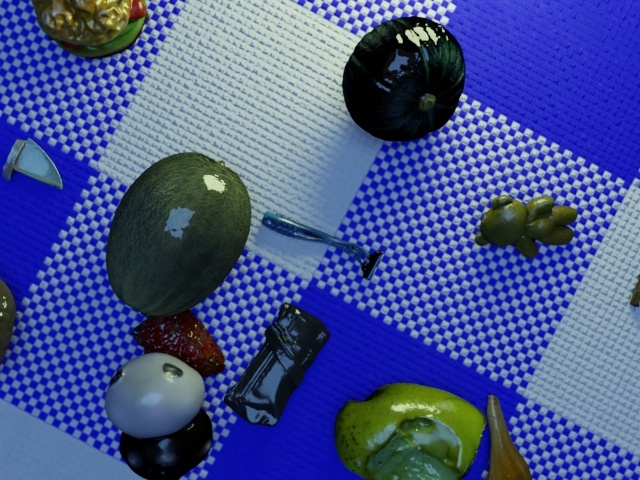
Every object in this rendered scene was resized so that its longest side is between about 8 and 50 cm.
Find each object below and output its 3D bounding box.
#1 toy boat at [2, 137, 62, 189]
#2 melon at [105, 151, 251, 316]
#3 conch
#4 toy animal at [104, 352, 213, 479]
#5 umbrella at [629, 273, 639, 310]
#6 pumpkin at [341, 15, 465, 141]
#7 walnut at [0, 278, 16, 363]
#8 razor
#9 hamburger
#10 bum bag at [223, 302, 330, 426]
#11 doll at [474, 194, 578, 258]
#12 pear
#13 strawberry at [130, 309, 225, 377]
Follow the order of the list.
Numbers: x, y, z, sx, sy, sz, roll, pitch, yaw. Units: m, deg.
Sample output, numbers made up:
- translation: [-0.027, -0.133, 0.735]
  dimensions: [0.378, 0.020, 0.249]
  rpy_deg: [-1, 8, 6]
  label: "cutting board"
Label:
- translation: [-0.573, -0.148, 1.504]
  dimensions: [0.122, 0.034, 0.096]
  rpy_deg: [22, 88, -10]
  label: "toy boat"
- translation: [-0.269, -0.011, 1.403]
  dimensions: [0.249, 0.248, 0.329]
  rpy_deg: [29, 91, -1]
  label: "melon"
- translation: [0.375, 0.479, 1.485]
  dimensions: [0.109, 0.093, 0.330]
  rpy_deg: [-5, 88, 5]
  label: "conch"
- translation: [-0.306, 0.323, 1.402]
  dimensions: [0.187, 0.165, 0.235]
  rpy_deg: [-12, 115, -4]
  label: "toy animal"
- translation: [0.660, 0.107, 1.537]
  dimensions: [0.020, 0.031, 0.083]
  rpy_deg: [16, 86, 30]
  label: "umbrella"
- translation: [0.147, -0.328, 1.449]
  dimensions: [0.248, 0.248, 0.248]
  rpy_deg: [0, 89, -2]
  label: "pumpkin"
- translation: [-0.683, 0.159, 1.426]
  dimensions: [0.178, 0.178, 0.230]
  rpy_deg: [14, 77, -2]
  label: "walnut"
- translation: [0.000, 0.000, 1.511]
  dimensions: [0.253, 0.042, 0.082]
  rpy_deg: [21, 129, 0]
  label: "razor"
- translation: [-0.458, -0.482, 1.453]
  dimensions: [0.237, 0.149, 0.237]
  rpy_deg: [0, 87, -1]
  label: "hamburger"
- translation: [-0.086, 0.253, 1.492]
  dimensions: [0.123, 0.060, 0.248]
  rpy_deg: [34, 86, -2]
  label: "bum bag"
- translation: [0.422, -0.037, 1.513]
  dimensions: [0.209, 0.097, 0.137]
  rpy_deg: [5, 120, -17]
  label: "doll"
- translation: [0.167, 0.376, 1.449]
  dimensions: [0.255, 0.164, 0.238]
  rpy_deg: [34, 90, 0]
  label: "pear"
- translation: [-0.287, 0.210, 1.475]
  dimensions: [0.140, 0.085, 0.192]
  rpy_deg: [-29, 91, -4]
  label: "strawberry"
